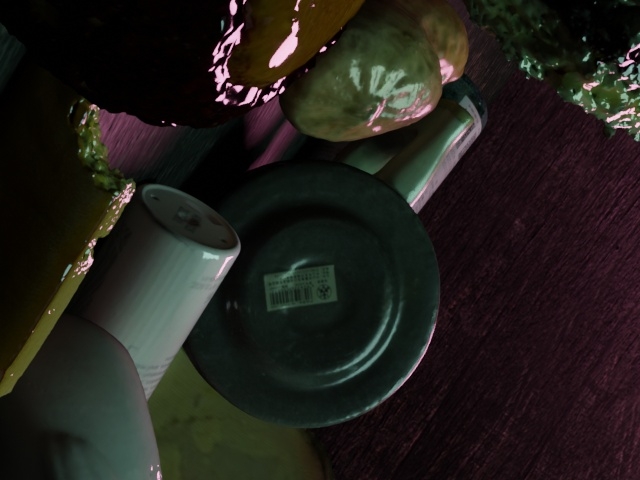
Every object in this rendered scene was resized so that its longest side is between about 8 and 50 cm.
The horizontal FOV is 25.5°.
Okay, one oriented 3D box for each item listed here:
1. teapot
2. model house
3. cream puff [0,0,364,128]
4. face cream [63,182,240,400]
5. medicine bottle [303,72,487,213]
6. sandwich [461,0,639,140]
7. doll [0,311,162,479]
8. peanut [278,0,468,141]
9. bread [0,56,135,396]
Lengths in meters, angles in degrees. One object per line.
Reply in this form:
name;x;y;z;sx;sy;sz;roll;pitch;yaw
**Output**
teapot;-0.023;-0.001;1.342;0.239;0.240;0.321;-159;-97;-73
model house;-0.171;0.302;1.452;0.266;0.261;0.321;-46;180;37
cream puff;-0.045;-0.164;0.569;0.239;0.165;0.239;-56;170;-15
face cream;-0.190;0.118;1.155;0.345;0.102;0.102;-56;172;18
medicine bottle;0.057;-0.075;1.616;0.293;0.141;0.141;-52;172;-18
sandwich;0.220;-0.230;1.247;0.131;0.325;0.262;-46;177;23
doll;-0.227;0.172;0.995;0.221;0.221;0.251;-39;138;-62
peanut;0.051;-0.160;1.252;0.122;0.137;0.253;-57;174;31
bread;-0.163;-0.017;0.802;0.226;0.088;0.049;-55;170;18
